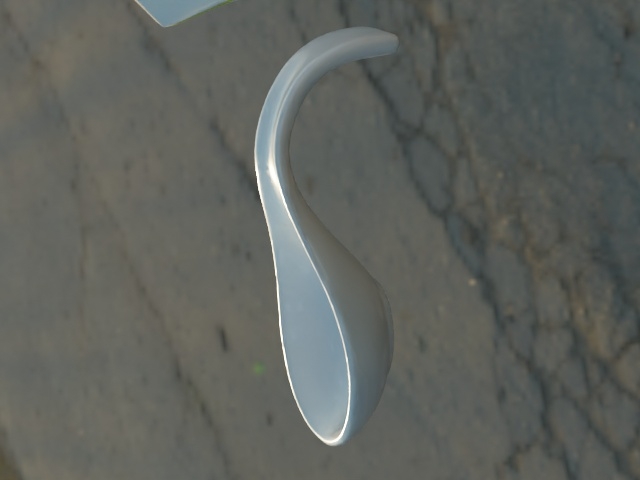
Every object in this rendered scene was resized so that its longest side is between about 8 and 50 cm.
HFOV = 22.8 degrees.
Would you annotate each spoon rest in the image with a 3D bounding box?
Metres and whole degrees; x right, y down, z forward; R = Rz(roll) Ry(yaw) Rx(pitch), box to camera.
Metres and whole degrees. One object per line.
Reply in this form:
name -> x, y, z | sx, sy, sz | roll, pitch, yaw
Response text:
spoon rest -> 0.000, 0.000, 1.038 | 0.137, 0.084, 0.276 | -149, 58, -66

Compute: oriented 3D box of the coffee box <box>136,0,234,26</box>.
coffee box -> 0.014, -0.328, 0.486 | 0.338, 0.334, 0.337 | -15, 40, 46
